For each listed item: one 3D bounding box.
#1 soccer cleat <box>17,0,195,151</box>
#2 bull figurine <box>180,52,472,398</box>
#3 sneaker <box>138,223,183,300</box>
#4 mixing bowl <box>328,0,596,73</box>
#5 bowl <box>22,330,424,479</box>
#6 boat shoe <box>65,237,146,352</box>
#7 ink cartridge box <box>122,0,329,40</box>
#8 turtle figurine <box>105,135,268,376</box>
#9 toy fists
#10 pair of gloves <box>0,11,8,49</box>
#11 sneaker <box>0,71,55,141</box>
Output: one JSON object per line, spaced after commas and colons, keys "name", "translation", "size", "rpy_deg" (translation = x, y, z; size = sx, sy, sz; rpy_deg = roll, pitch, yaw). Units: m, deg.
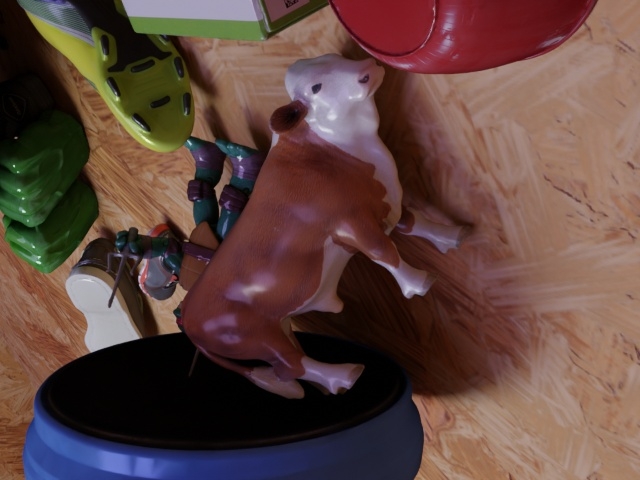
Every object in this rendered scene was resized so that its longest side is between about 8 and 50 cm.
{"name": "soccer cleat", "translation": [-0.229, -0.207, 0.870], "size": [0.289, 0.093, 0.121], "rpy_deg": [52, 157, 5]}
{"name": "bull figurine", "translation": [0.000, 0.000, 0.680], "size": [0.188, 0.101, 0.310], "rpy_deg": [37, 118, 6]}
{"name": "sneaker", "translation": [-0.216, 0.046, 1.166], "size": [0.064, 0.061, 0.158], "rpy_deg": [34, 148, 18]}
{"name": "mixing bowl", "translation": [0.064, -0.168, 0.484], "size": [0.181, 0.098, 0.181], "rpy_deg": [34, 147, 27]}
{"name": "bowl", "translation": [-0.091, 0.168, 0.820], "size": [0.391, 0.391, 0.077], "rpy_deg": [11, 105, 50]}
{"name": "boat shoe", "translation": [-0.354, 0.120, 1.412], "size": [0.109, 0.091, 0.305], "rpy_deg": [4, 140, 5]}
{"name": "ink cartridge box", "translation": [-0.100, -0.283, 0.591], "size": [0.188, 0.097, 0.255], "rpy_deg": [18, 135, 46]}
{"name": "turtle figurine", "translation": [-0.128, 0.013, 0.854], "size": [0.175, 0.234, 0.118], "rpy_deg": [13, 178, 30]}
{"name": "toy fists", "translation": [-0.409, -0.060, 1.207], "size": [0.096, 0.142, 0.279], "rpy_deg": [21, 145, 4]}
{"name": "pair of gloves", "translation": [-0.472, -0.314, 1.172], "size": [0.074, 0.010, 0.083], "rpy_deg": [41, 150, 18]}
{"name": "sneaker", "translation": [-0.489, -0.181, 1.227], "size": [0.227, 0.130, 0.087], "rpy_deg": [2, 123, 57]}
